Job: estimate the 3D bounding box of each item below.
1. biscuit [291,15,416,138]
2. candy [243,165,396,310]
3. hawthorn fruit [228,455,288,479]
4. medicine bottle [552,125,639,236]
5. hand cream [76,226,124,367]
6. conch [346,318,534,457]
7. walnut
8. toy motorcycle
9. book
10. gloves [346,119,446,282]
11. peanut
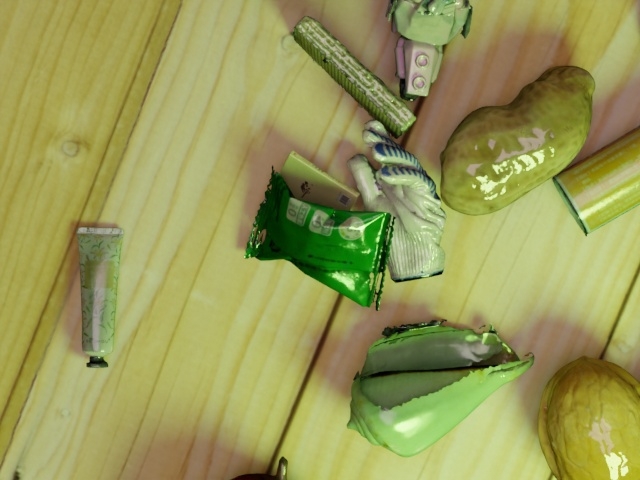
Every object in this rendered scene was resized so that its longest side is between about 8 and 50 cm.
[{"bbox_3d":[0.045,-0.217,1.809,0.199,0.121,0.040,44,91,0],"label":"biscuit"},{"bbox_3d":[-0.002,0.003,1.825,0.203,0.078,0.141,21,132,16],"label":"candy"},{"bbox_3d":[-0.068,0.409,1.812,0.215,0.215,0.250,14,89,3],"label":"hawthorn fruit"},{"bbox_3d":[0.510,-0.152,1.787,0.426,0.108,0.108,-31,91,5],"label":"medicine bottle"},{"bbox_3d":[-0.307,0.079,1.888,0.067,0.042,0.195,0,89,5],"label":"hand cream"},{"bbox_3d":[0.142,0.182,1.825,0.250,0.143,0.137,-42,132,-8],"label":"conch"},{"bbox_3d":[0.366,0.253,1.790,0.159,0.159,0.207,-14,88,4],"label":"walnut"},{"bbox_3d":[0.140,-0.303,1.757,0.108,0.204,0.239,-8,96,-7],"label":"toy motorcycle"},{"bbox_3d":[-0.008,-0.066,1.853,0.111,0.014,0.077,33,131,2],"label":"book"},{"bbox_3d":[0.103,-0.053,1.827,0.119,0.097,0.229,-12,105,33],"label":"gloves"},{"bbox_3d":[0.259,-0.134,1.798,0.253,0.122,0.137,-31,66,2],"label":"peanut"}]
